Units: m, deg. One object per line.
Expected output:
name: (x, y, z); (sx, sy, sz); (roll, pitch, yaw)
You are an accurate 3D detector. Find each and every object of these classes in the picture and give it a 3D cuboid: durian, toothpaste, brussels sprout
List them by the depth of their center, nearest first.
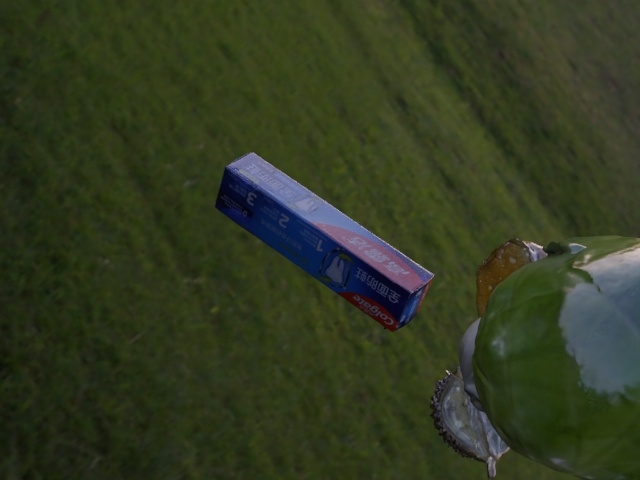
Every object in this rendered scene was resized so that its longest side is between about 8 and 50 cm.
brussels sprout: (0.242, 0.098, 1.039); (0.244, 0.244, 0.244); (37, 32, -28)
toothpaste: (0.000, -0.001, 1.627); (0.320, 0.076, 0.066); (34, 39, 19)
durian: (0.234, 0.276, 1.851); (0.148, 0.091, 0.188); (-17, 88, -21)

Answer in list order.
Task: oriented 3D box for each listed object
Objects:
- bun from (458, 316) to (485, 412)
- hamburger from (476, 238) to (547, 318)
bun: (0.257, 0.188, 1.663); (0.173, 0.120, 0.173); (49, -14, 16)
hamburger: (0.467, 0.127, 2.744); (0.163, 0.244, 0.244); (15, 45, -30)
